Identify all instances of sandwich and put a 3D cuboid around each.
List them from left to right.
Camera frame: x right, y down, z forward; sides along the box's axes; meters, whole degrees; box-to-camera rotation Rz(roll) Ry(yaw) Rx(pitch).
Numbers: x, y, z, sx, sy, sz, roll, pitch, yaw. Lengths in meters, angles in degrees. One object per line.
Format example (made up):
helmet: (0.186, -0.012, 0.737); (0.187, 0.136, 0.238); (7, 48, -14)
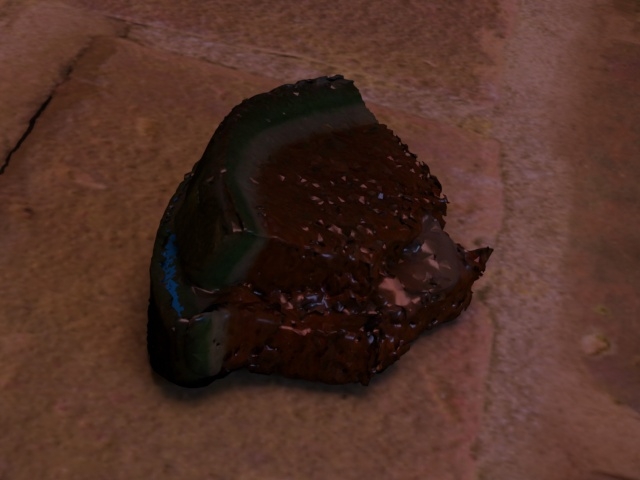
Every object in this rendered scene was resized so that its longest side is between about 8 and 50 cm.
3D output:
sandwich: (-0.010, -0.005, 0.849); (0.159, 0.079, 0.235); (28, 35, 22)
